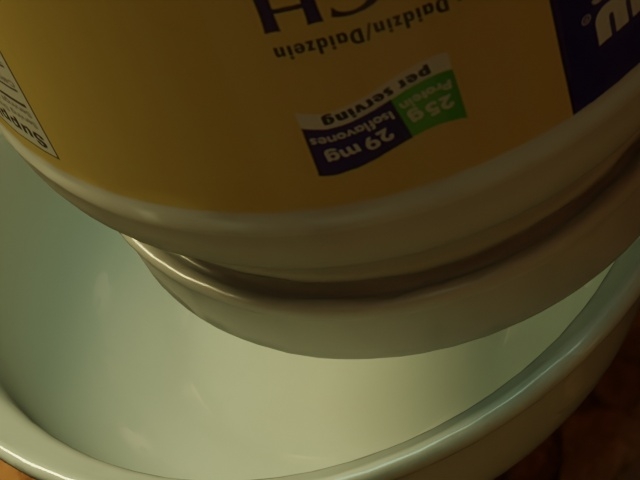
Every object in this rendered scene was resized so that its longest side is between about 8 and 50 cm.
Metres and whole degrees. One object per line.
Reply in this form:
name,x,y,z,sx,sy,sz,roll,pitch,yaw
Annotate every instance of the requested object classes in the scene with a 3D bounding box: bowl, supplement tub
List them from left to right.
supplement tub,-0.013,-0.143,0.479,0.241,0.331,0.241,-9,50,11
bowl,0.000,0.000,0.666,0.298,0.134,0.298,-9,50,11
